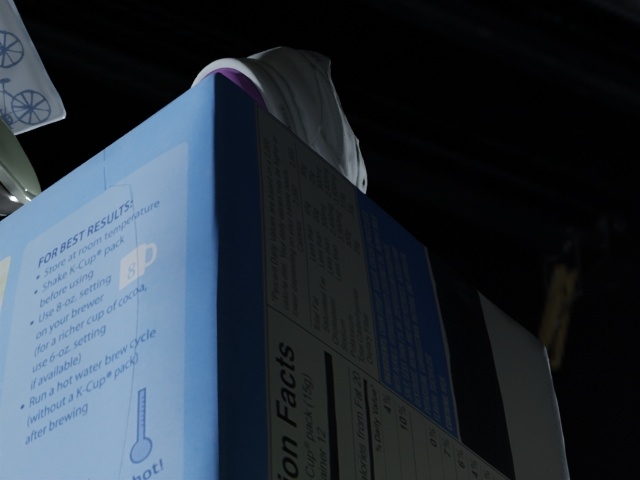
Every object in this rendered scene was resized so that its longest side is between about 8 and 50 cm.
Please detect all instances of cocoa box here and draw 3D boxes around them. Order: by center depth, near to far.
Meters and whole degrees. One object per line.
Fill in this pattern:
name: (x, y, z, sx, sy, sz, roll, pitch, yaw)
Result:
cocoa box: (-0.094, 0.147, 0.600, 0.347, 0.231, 0.228, -31, -50, 25)

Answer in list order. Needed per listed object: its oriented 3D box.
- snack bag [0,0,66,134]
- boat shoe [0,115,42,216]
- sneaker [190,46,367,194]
snack bag: (-0.405, -0.207, 1.159, 0.323, 0.037, 0.342, -15, -71, 13)
boat shoe: (-0.255, -0.059, 0.992, 0.068, 0.081, 0.228, -29, -17, 2)
sneaker: (0.000, 0.000, 1.104, 0.114, 0.152, 0.305, -1, -72, 34)
